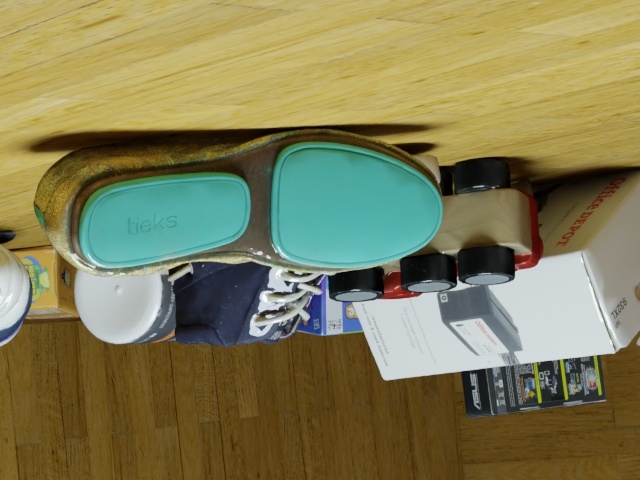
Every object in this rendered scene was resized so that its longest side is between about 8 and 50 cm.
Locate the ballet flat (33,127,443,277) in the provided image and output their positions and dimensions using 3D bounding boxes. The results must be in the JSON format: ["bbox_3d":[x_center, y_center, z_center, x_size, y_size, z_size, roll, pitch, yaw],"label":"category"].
[{"bbox_3d":[-0.066,-0.035,1.460,0.348,0.123,0.123,-4,175,-32],"label":"ballet flat"}]

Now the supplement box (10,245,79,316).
[{"bbox_3d":[-0.349,0.055,2.283,0.080,0.078,0.233,-3,175,-3],"label":"supplement box"}]

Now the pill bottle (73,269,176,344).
[{"bbox_3d":[-0.177,0.058,2.220,0.130,0.130,0.245,-9,175,30],"label":"pill bottle"}]

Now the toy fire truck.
[{"bbox_3d":[0.136,-0.008,1.908,0.217,0.159,0.246,-9,164,23],"label":"toy fire truck"}]

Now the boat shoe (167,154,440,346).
[{"bbox_3d":[-0.017,0.015,1.728,0.127,0.158,0.340,-2,174,-44],"label":"boat shoe"}]

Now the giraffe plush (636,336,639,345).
[{"bbox_3d":[0.400,0.000,2.246,0.181,0.210,0.170,-2,148,32],"label":"giraffe plush"}]

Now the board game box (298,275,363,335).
[{"bbox_3d":[0.005,0.063,2.465,0.233,0.078,0.347,-4,-175,-32],"label":"board game box"}]

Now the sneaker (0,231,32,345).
[{"bbox_3d":[-0.467,0.053,1.928,0.322,0.130,0.236,-1,165,-8],"label":"sneaker"}]

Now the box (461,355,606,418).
[{"bbox_3d":[0.287,0.106,2.565,0.216,0.270,0.060,-4,174,-35],"label":"box"}]

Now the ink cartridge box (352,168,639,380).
[{"bbox_3d":[0.222,0.038,2.062,0.307,0.129,0.223,-10,-160,36],"label":"ink cartridge box"}]
